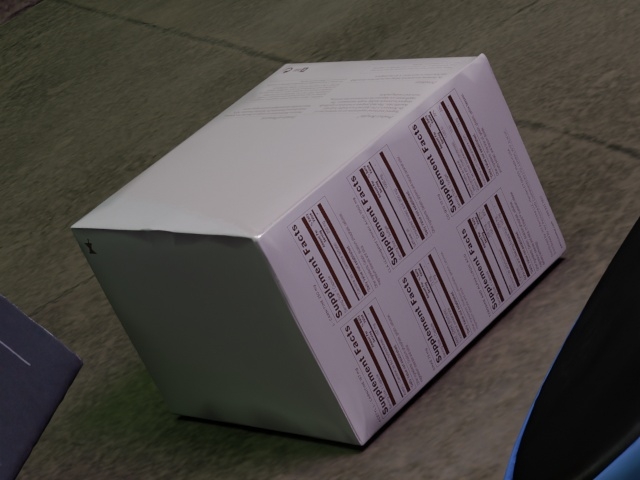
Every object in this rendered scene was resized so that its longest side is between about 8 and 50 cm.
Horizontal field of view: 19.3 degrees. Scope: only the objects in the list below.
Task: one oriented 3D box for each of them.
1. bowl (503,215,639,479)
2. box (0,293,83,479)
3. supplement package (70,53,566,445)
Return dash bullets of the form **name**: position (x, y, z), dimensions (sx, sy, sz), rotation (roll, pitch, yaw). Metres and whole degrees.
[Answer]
- **bowl**: position (0.206, -0.012, 0.783), dimensions (0.391, 0.077, 0.391), rotation (-55, 1, 1)
- **box**: position (-0.350, 0.132, 0.987), dimensions (0.212, 0.293, 0.395), rotation (-43, 11, 30)
- **supplement package**: position (0.000, 0.000, 1.162), dimensions (0.203, 0.149, 0.194), rotation (-40, 26, -31)
